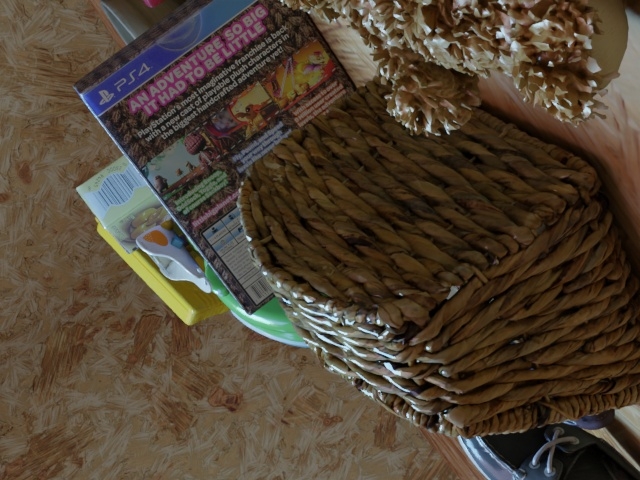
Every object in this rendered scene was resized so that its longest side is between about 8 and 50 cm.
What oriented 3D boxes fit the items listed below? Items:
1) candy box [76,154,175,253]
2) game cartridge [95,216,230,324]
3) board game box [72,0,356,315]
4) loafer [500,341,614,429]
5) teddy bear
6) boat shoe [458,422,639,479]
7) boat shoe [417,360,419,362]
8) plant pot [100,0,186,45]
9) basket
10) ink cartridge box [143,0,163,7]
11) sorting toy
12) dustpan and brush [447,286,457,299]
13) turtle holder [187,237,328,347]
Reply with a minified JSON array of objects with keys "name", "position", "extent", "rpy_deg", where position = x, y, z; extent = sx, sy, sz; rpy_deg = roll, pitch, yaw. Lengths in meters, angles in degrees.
[{"name":"candy box","position":[-0.212,-0.119,1.582],"extent":[0.087,0.316,0.183],"rpy_deg":[53,174,11]},{"name":"game cartridge","position":[-0.196,0.001,1.767],"extent":[0.285,0.323,0.053],"rpy_deg":[42,125,23]},{"name":"board game box","position":[-0.081,-0.112,1.078],"extent":[0.291,0.232,0.141],"rpy_deg":[55,173,-19]},{"name":"loafer","position":[0.199,0.134,1.047],"extent":[0.095,0.109,0.302],"rpy_deg":[49,171,-11]},{"name":"teddy bear","position":[0.031,-0.167,0.532],"extent":[0.338,0.113,0.245],"rpy_deg":[47,170,38]},{"name":"boat shoe","position":[0.292,0.261,1.025],"extent":[0.335,0.112,0.095],"rpy_deg":[38,154,12]},{"name":"boat shoe","position":[0.194,0.204,1.476],"extent":[0.324,0.096,0.116],"rpy_deg":[48,173,29]},{"name":"plant pot","position":[-0.242,-0.319,1.628],"extent":[0.237,0.109,0.237],"rpy_deg":[52,174,8]},{"name":"basket","position":[0.086,0.035,0.784],"extent":[0.223,0.213,0.299],"rpy_deg":[57,172,-34]},{"name":"ink cartridge box","position":[-0.169,-0.337,0.922],"extent":[0.128,0.127,0.176],"rpy_deg":[49,173,28]},{"name":"sorting toy","position":[-0.146,0.024,1.064],"extent":[0.075,0.045,0.083],"rpy_deg":[42,170,22]},{"name":"dustpan and brush","position":[0.204,0.143,1.231],"extent":[0.211,0.060,0.147],"rpy_deg":[45,171,48]},{"name":"turtle holder","position":[-0.048,0.037,1.386],"extent":[0.227,0.320,0.243],"rpy_deg":[59,-152,-61]}]
